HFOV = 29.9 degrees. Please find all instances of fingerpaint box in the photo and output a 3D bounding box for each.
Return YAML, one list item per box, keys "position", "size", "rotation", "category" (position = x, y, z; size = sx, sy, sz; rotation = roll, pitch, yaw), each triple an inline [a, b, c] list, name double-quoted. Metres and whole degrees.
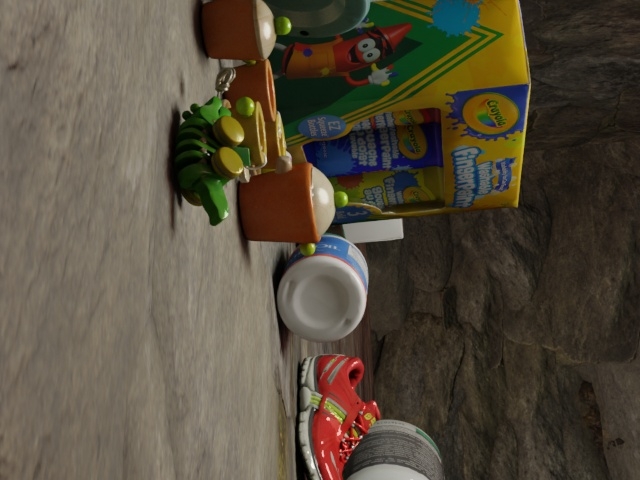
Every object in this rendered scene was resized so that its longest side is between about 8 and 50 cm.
- position: [0.109, -0.174, 1.773]
  size: [0.445, 0.371, 0.163]
  rotation: [73, 12, -69]
  category: "fingerpaint box"

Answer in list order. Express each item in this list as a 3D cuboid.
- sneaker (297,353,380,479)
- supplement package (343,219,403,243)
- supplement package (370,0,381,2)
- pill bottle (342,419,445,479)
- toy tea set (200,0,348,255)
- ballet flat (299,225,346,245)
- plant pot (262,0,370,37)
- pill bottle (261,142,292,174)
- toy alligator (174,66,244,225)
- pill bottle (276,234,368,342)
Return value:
- position: [0.029, 0.271, 1.750]
  size: [0.107, 0.118, 0.279]
  rotation: [78, 7, -45]
  category: "sneaker"
- position: [0.062, -0.149, 2.325]
  size: [0.177, 0.175, 0.293]
  rotation: [-72, 156, -81]
  category: "supplement package"
- position: [0.024, -0.387, 1.757]
  size: [0.139, 0.244, 0.134]
  rotation: [-89, 171, -50]
  category: "supplement package"
- position: [0.117, 0.456, 2.058]
  size: [0.361, 0.204, 0.204]
  rotation: [-69, 153, -80]
  category: "pill bottle"
- position: [-0.044, -0.131, 1.350]
  size: [0.336, 0.124, 0.200]
  rotation: [76, 10, -61]
  category: "toy tea set"
- position: [0.000, 0.000, 2.010]
  size: [0.087, 0.083, 0.247]
  rotation: [120, -26, -53]
  category: "ballet flat"
- position: [-0.012, -0.386, 1.377]
  size: [0.271, 0.272, 0.255]
  rotation: [73, 26, -66]
  category: "plant pot"
- position: [-0.059, -0.093, 1.606]
  size: [0.043, 0.043, 0.083]
  rotation: [71, 13, -69]
  category: "pill bottle"
- position: [-0.104, -0.095, 1.062]
  size: [0.051, 0.056, 0.189]
  rotation: [28, 43, -33]
  category: "toy alligator"
- position: [0.006, 0.060, 1.726]
  size: [0.221, 0.124, 0.124]
  rotation: [-77, 160, -78]
  category: "pill bottle"
